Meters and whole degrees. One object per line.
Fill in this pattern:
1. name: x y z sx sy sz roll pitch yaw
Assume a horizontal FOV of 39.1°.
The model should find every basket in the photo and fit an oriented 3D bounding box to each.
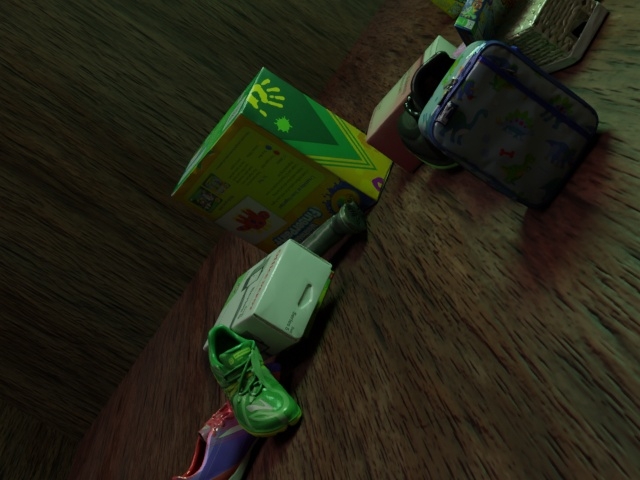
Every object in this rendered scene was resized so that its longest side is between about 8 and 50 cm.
1. basket: 0.381 -0.358 1.526 0.113 0.103 0.167 -59 14 -9

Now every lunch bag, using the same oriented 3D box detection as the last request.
1. lunch bag: 0.262 -0.165 1.253 0.176 0.219 0.090 -55 14 5

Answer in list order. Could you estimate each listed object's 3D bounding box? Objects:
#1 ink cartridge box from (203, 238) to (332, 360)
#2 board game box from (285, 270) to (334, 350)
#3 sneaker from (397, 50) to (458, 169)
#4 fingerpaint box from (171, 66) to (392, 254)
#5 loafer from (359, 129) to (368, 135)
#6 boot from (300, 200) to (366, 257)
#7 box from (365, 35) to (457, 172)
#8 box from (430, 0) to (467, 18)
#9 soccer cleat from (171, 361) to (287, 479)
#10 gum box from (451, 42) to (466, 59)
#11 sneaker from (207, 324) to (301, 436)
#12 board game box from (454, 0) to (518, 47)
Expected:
1. ink cartridge box: -0.114 0.141 1.891 0.273 0.115 0.198 -37 24 54
2. board game box: -0.037 0.144 1.963 0.092 0.043 0.181 -40 21 51
3. sneaker: 0.238 -0.242 1.548 0.185 0.202 0.483 -58 14 -8
4. fingerpaint box: -0.100 -0.159 2.177 0.445 0.371 0.163 -39 24 54
5. loafer: 0.097 -0.245 2.311 0.080 0.078 0.220 -53 14 14
6. boot: 0.001 0.002 1.975 0.208 0.076 0.189 -33 -2 11
7. box: 0.217 -0.281 1.875 0.232 0.127 0.148 -47 16 36
8. box: 0.394 -0.779 2.298 0.279 0.177 0.290 -37 24 52
9. soccer cleat: -0.171 0.364 1.765 0.318 0.116 0.108 -63 15 -23
10. gum box: 0.348 -0.399 1.745 0.188 0.062 0.107 -45 13 -5
11. sneaker: -0.144 0.264 1.710 0.109 0.123 0.295 -33 41 -17
12. board game box: 0.302 -0.392 1.588 0.136 0.035 0.201 -63 -24 0
